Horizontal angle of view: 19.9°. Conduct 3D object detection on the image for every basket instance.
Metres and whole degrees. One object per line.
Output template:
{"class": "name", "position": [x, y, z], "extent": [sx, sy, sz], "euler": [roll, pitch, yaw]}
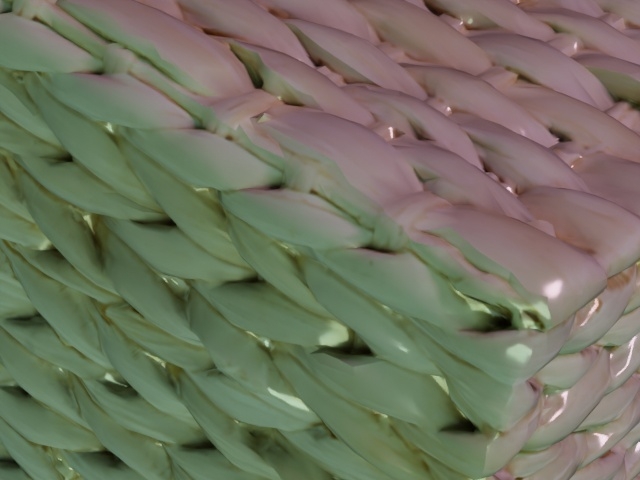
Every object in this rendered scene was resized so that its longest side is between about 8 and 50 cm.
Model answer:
{"class": "basket", "position": [0.000, 0.000, 0.624], "extent": [0.331, 0.328, 0.266], "euler": [33, 128, 25]}
